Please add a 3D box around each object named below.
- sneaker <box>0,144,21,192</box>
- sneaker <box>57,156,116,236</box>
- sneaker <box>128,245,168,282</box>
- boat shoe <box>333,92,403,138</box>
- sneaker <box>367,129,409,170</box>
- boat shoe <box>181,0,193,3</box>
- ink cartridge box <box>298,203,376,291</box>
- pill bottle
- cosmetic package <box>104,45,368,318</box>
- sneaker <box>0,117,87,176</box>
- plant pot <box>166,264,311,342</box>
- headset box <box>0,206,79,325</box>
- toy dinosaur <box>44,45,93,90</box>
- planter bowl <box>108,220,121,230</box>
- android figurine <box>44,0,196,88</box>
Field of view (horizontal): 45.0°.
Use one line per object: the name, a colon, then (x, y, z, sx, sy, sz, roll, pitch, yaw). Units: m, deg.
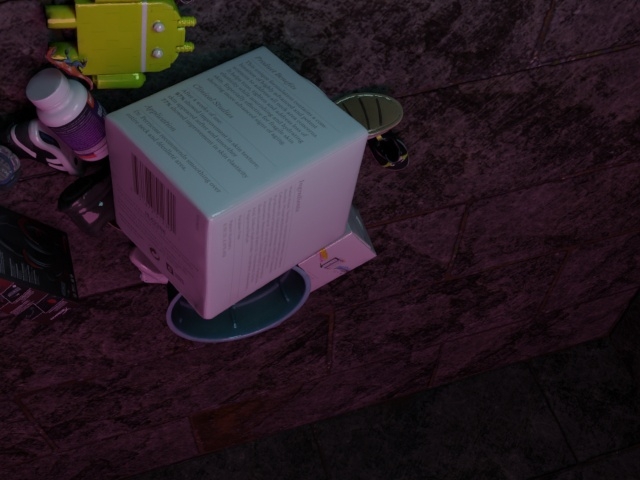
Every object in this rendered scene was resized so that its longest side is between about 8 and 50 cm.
sneaker: (-0.723, -0.196, 1.482, 0.129, 0.111, 0.297, 8, 148, 41)
sneaker: (-0.427, -0.121, 1.690, 0.286, 0.109, 0.130, -38, 127, -15)
sneaker: (-0.459, 0.079, 2.085, 0.094, 0.080, 0.212, -20, 151, 21)
boat shoe: (0.045, -0.265, 1.831, 0.303, 0.113, 0.103, -15, 166, -1)
sneaker: (0.169, -0.221, 1.959, 0.084, 0.097, 0.235, -29, 147, 14)
boat shoe: (-0.234, -0.483, 1.395, 0.049, 0.040, 0.142, -6, 145, -22)
ink cartridge box: (0.000, 0.000, 2.126, 0.233, 0.171, 0.168, -31, 147, 14)
pill bottle: (-0.491, -0.251, 1.535, 0.108, 0.108, 0.193, -25, 148, 6)
cosmetic package: (-0.170, -0.123, 1.572, 0.394, 0.329, 0.327, -32, 152, -30)
sneaker: (-0.588, -0.193, 1.616, 0.121, 0.079, 0.217, -4, 161, 11)
plant pot: (-0.236, 0.017, 1.867, 0.341, 0.334, 0.341, -15, 148, -10)
headset box: (-0.709, 0.047, 1.755, 0.110, 0.218, 0.293, -34, 145, 18)
toy dinosaur: (-0.458, -0.322, 1.404, 0.047, 0.090, 0.082, -49, 168, 19)
planter bowl: (-0.416, -0.094, 1.788, 0.162, 0.162, 0.109, -23, 174, 3)
android figurine: (-0.371, -0.387, 1.453, 0.273, 0.056, 0.248, -5, 144, -20)
